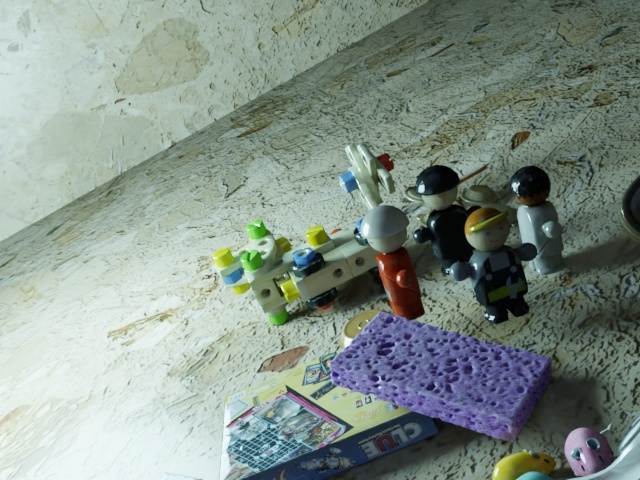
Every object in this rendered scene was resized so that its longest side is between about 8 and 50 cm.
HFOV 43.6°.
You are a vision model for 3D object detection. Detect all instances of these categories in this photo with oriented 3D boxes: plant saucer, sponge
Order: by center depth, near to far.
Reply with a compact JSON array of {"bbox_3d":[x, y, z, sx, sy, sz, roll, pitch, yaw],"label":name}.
[{"bbox_3d":[0.126,0.138,0.849,0.210,0.031,0.117,12,32,33],"label":"sponge"},{"bbox_3d":[0.060,0.116,1.057,0.083,0.015,0.083,-22,26,11],"label":"plant saucer"}]

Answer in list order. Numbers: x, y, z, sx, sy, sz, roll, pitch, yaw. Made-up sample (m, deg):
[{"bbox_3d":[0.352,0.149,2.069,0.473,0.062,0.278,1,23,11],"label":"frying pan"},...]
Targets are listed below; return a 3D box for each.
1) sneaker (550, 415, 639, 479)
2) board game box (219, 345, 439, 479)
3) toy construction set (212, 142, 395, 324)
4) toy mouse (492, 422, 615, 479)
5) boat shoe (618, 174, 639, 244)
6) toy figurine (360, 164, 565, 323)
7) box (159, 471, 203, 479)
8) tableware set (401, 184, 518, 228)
[{"bbox_3d":[0.267,0.233,0.485,0.447,0.169,0.257,-35,33,11],"label":"sneaker"},{"bbox_3d":[0.003,0.199,0.921,0.243,0.042,0.165,-23,25,8],"label":"board game box"},{"bbox_3d":[0.000,0.000,1.203,0.328,0.151,0.215,-40,25,0],"label":"toy construction set"},{"bbox_3d":[0.197,0.195,0.679,0.161,0.031,0.143,-29,-4,-11],"label":"toy mouse"},{"bbox_3d":[0.469,-0.063,0.898,0.307,0.104,0.110,-23,69,-5],"label":"boat shoe"},{"bbox_3d":[0.178,-0.005,0.974,0.209,0.148,0.213,-2,22,42],"label":"toy figurine"},{"bbox_3d":[-0.177,0.308,0.920,0.067,0.018,0.083,-5,33,40],"label":"box"},{"bbox_3d":[0.203,-0.049,1.166,0.169,0.020,0.141,-2,28,-1],"label":"tableware set"}]
